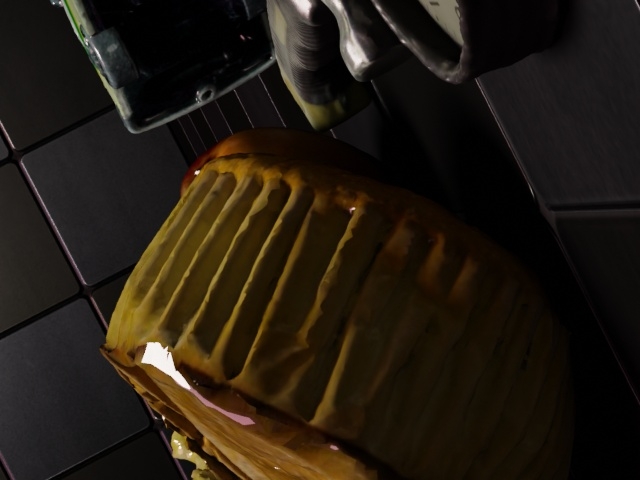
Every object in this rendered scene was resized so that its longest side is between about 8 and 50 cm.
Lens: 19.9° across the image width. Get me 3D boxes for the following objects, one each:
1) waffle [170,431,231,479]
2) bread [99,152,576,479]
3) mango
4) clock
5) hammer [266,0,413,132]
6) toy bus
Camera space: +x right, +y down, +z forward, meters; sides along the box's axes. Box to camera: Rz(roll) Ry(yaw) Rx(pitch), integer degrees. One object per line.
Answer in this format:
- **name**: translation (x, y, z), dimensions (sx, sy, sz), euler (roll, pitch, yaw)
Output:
- **waffle**: translation (0.055, 0.209, 1.063), dimensions (0.302, 0.068, 0.325), euler (12, -136, -37)
- **bread**: translation (0.019, 0.069, 0.909), dimensions (0.227, 0.142, 0.253), euler (18, 163, 21)
- **mango**: translation (0.000, 0.000, 1.105), dimensions (0.267, 0.133, 0.111), euler (39, -137, -72)
- **clock**: translation (0.024, -0.141, 0.656), dimensions (0.185, 0.040, 0.184), euler (61, 174, 12)
- **hammer**: translation (-0.004, -0.127, 0.969), dimensions (0.159, 0.041, 0.226), euler (61, 174, 13)
- **toy bus**: translation (-0.130, -0.217, 1.220), dimensions (0.165, 0.133, 0.276), euler (58, 172, 31)
